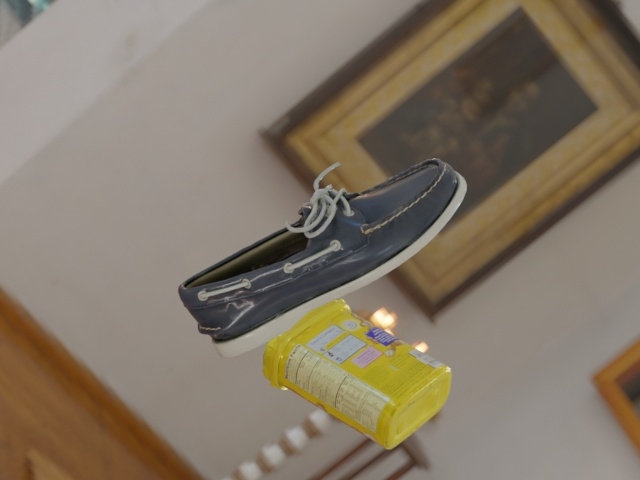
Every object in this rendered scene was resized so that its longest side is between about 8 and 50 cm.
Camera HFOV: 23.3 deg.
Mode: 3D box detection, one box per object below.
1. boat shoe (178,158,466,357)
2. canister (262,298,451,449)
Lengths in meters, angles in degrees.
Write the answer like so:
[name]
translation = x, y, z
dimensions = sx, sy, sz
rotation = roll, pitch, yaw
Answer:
[boat shoe]
translation = 0.000, 0.000, 1.290
dimensions = 0.079, 0.254, 0.095
rotation = 55, 12, -20
[canister]
translation = 0.041, 0.143, 1.677
dimensions = 0.170, 0.126, 0.073
rotation = 29, -47, 30
